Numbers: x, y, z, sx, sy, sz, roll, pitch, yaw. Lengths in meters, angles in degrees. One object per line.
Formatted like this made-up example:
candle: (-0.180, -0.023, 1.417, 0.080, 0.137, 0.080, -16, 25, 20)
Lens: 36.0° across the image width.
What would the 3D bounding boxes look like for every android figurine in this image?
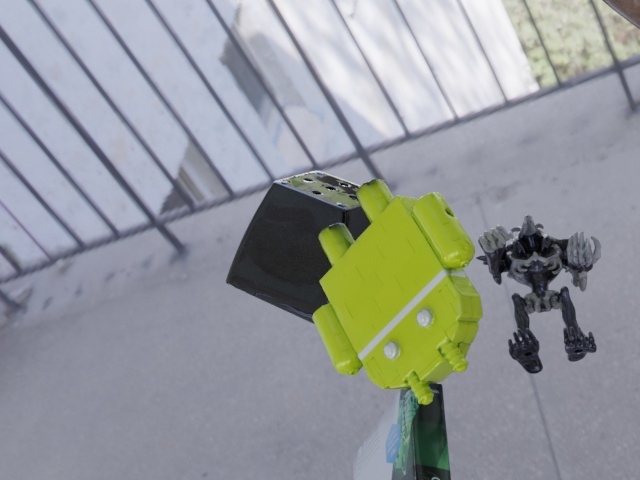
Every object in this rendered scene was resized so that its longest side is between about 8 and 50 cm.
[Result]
android figurine: (0.090, 0.064, 1.177, 0.248, 0.056, 0.273, -47, 52, 30)

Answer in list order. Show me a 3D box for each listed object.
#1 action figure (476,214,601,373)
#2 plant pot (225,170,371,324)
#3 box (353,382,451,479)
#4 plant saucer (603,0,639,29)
action figure: (0.300, 0.040, 1.338, 0.164, 0.141, 0.276, -5, 42, 4)
plant pot: (0.000, 0.000, 1.444, 0.187, 0.167, 0.188, 23, 22, 26)
box: (0.105, 0.377, 1.288, 0.232, 0.058, 0.322, 115, 160, -46)
plant saucer: (0.281, -0.199, 0.832, 0.029, 0.168, 0.168, -57, 23, 27)
